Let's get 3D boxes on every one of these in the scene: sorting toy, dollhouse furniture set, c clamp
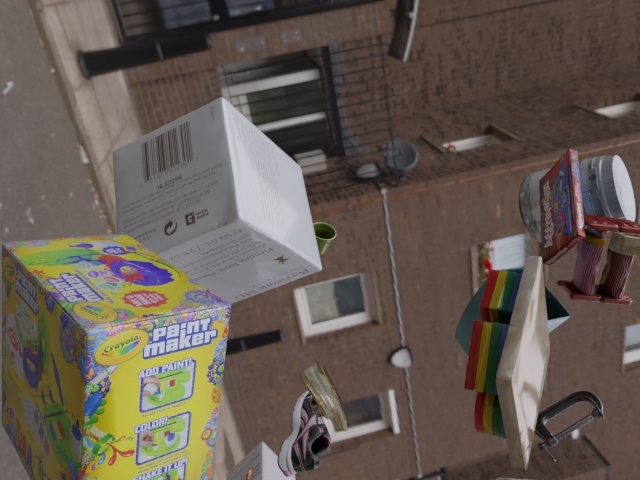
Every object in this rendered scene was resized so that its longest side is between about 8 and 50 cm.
[{"bbox_3d":[0.314,0.201,0.975,0.255,0.089,0.257,-59,141,-38],"label":"sorting toy"},{"bbox_3d":[0.695,0.075,1.322,0.374,0.152,0.201,-78,174,-76],"label":"dollhouse furniture set"},{"bbox_3d":[0.470,0.347,1.097,0.022,0.161,0.137,58,-4,-9],"label":"c clamp"}]

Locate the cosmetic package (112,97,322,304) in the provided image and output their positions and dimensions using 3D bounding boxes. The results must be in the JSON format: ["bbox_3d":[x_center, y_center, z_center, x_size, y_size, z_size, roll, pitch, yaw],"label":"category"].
[{"bbox_3d":[-0.244,-0.070,1.428,0.394,0.329,0.327,34,38,-58],"label":"cosmetic package"}]

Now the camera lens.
[{"bbox_3d":[0.737,-0.116,1.684,0.274,0.219,0.219,-14,-92,40],"label":"camera lens"}]

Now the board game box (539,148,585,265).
[{"bbox_3d":[0.619,-0.088,1.496,0.145,0.027,0.281,114,-10,-55],"label":"board game box"}]

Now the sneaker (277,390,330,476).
[{"bbox_3d":[-0.013,0.356,1.068,0.178,0.077,0.072,-70,144,-50],"label":"sneaker"}]

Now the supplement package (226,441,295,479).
[{"bbox_3d":[-0.192,0.832,1.882,0.177,0.175,0.293,48,0,-9],"label":"supplement package"}]

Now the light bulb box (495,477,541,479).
[{"bbox_3d":[0.562,0.559,1.017,0.358,0.361,0.225,138,-40,-66],"label":"light bulb box"}]

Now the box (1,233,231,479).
[{"bbox_3d":[-0.280,0.168,0.750,0.290,0.177,0.279,25,-67,43],"label":"box"}]

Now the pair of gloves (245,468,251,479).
[{"bbox_3d":[-0.114,0.392,0.859,0.074,0.010,0.083,-91,-162,-60],"label":"pair of gloves"}]

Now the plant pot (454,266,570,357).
[{"bbox_3d":[0.465,0.209,1.481,0.166,0.165,0.234,58,-48,31],"label":"plant pot"}]

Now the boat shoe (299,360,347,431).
[{"bbox_3d":[0.005,0.251,0.915,0.050,0.045,0.135,-107,175,-68],"label":"boat shoe"}]

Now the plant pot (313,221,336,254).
[{"bbox_3d":[0.000,0.000,1.793,0.083,0.083,0.079,-109,-153,-46],"label":"plant pot"}]
